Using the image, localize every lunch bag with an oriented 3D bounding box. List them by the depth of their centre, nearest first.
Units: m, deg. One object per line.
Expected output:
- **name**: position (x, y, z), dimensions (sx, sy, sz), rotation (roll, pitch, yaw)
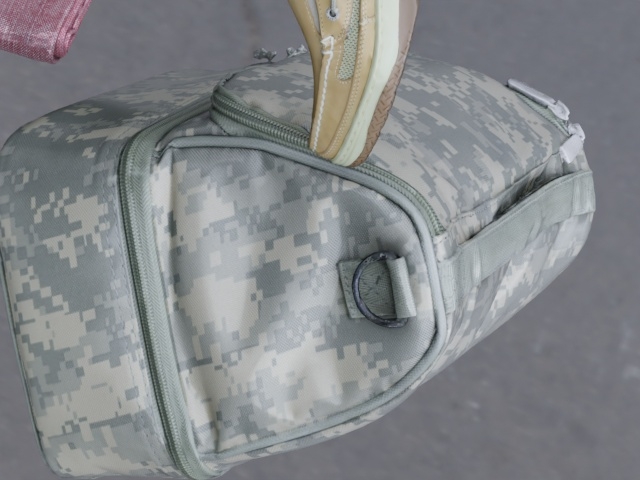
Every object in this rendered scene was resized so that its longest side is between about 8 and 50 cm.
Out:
- **lunch bag**: position (0.000, 0.000, 1.113), dimensions (0.305, 0.256, 0.213), rotation (-29, 114, -64)

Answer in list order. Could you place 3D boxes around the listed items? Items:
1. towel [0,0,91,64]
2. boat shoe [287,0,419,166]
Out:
- **towel**: position (-0.288, -0.238, 1.318), dimensions (0.037, 0.329, 0.237), rotation (94, 13, -52)
- **boat shoe**: position (0.008, -0.122, 0.899), dimensions (0.072, 0.068, 0.190), rotation (7, 120, -10)
